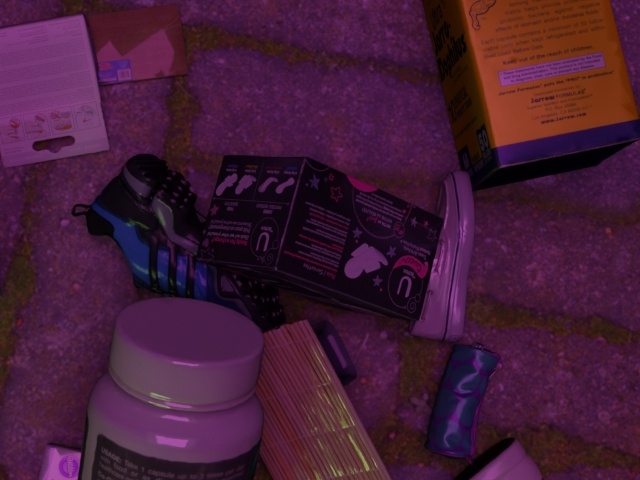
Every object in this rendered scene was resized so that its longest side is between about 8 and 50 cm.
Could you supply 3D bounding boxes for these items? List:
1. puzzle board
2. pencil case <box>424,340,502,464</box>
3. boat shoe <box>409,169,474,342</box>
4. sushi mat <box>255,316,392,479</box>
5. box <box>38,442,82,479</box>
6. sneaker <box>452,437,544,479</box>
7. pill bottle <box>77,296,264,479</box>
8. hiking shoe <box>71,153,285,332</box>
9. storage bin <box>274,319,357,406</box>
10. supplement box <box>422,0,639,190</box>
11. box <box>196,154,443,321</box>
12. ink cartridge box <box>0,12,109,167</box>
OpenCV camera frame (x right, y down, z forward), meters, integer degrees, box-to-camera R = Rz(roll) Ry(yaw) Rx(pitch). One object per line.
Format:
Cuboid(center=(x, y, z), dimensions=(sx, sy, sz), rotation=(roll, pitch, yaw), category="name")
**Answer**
Cuboid(center=(-0.245, -0.258, 1.876), dimensions=(0.128, 0.011, 0.096), rotation=(-9, 85, -6), category="puzzle board")
Cuboid(center=(0.185, 0.208, 1.834), dimensions=(0.070, 0.064, 0.151), rotation=(14, 81, 25), category="pencil case")
Cuboid(center=(0.154, 0.019, 1.845), dimensions=(0.076, 0.083, 0.226), rotation=(4, 83, -7), category="boat shoe")
Cuboid(center=(-0.015, 0.242, 1.739), dimensions=(0.151, 0.019, 0.316), rotation=(-19, 111, 22), category="sushi mat")
Cuboid(center=(-0.343, 0.415, 1.754), dimensions=(0.067, 0.063, 0.324), rotation=(13, 82, -5), category="box")
Cuboid(center=(0.170, 0.383, 1.790), dimensions=(0.290, 0.106, 0.123), rotation=(-37, 93, -6), category="sneaker")
Cuboid(center=(-0.178, 0.263, 1.651), dimensions=(0.204, 0.204, 0.361), rotation=(9, 111, -5), category="pill bottle")
Cuboid(center=(-0.169, 0.032, 1.816), dimensions=(0.132, 0.113, 0.304), rotation=(-39, 95, 21), category="hiking shoe")
Cuboid(center=(-0.020, 0.168, 1.786), dimensions=(0.091, 0.135, 0.098), rotation=(-28, 87, 16), category="storage bin")
Cuboid(center=(0.258, -0.265, 1.836), dimensions=(0.195, 0.194, 0.356), rotation=(-12, 84, -7), category="supplement box")
Cuboid(center=(0.000, 0.000, 1.741), dimensions=(0.247, 0.163, 0.142), rotation=(23, 78, -40), category="box")
Cuboid(center=(-0.358, -0.196, 1.845), dimensions=(0.145, 0.045, 0.179), rotation=(-10, 103, -3), category="ink cartridge box")
